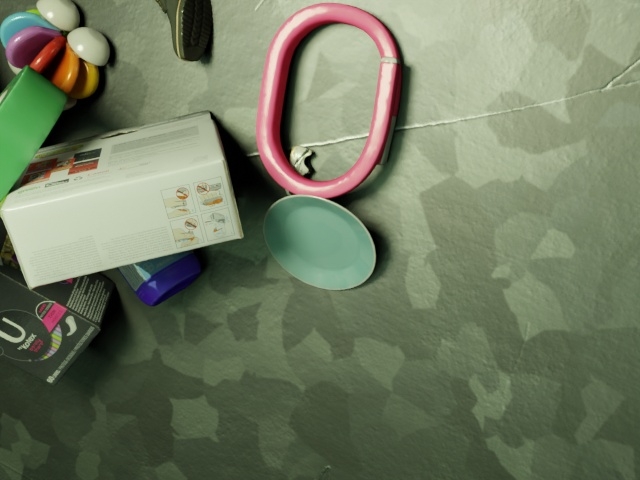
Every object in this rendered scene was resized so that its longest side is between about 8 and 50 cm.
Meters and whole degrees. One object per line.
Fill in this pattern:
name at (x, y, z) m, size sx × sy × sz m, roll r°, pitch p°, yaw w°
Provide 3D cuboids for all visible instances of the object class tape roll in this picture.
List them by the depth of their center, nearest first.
tape roll at (-0.514, -0.120, 1.253) m, size 0.077 × 0.321 × 0.321 m, roll 38°, pitch 117°, yaw -24°

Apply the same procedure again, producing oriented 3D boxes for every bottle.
bottle at (-0.322, -0.029, 1.376) m, size 0.283 × 0.118 × 0.092 m, roll 54°, pitch 145°, yaw 6°

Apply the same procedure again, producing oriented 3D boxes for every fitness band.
fitness band at (0.009, -0.206, 1.222) m, size 0.209 × 0.054 × 0.291 m, roll 12°, pitch 99°, yaw 16°

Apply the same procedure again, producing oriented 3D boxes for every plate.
plate at (0.000, 0.000, 1.268) m, size 0.188 × 0.024 × 0.188 m, roll 14°, pitch 134°, yaw 15°

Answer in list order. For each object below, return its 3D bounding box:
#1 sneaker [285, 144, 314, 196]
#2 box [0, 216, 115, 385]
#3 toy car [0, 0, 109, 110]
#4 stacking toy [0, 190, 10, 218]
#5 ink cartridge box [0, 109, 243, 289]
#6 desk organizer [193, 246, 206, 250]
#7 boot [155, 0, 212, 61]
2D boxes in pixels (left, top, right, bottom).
sneaker at (-0.032, -0.106, 1.286) m, size 0.037 × 0.032 × 0.083 m, roll 16°, pitch 107°, yaw 19°
box at (-0.520, 0.098, 1.410) m, size 0.270 × 0.143 × 0.165 m, roll 33°, pitch 114°, yaw -19°
toy car at (-0.459, -0.312, 1.366) m, size 0.182 × 0.136 × 0.159 m, roll 48°, pitch 114°, yaw 8°
stacking toy at (-0.555, -0.071, 1.466) m, size 0.302 × 0.166 × 0.175 m, roll 1°, pitch 104°, yaw 8°
ink cartridge box at (-0.291, -0.075, 1.241) m, size 0.309 × 0.272 × 0.130 m, roll -13°, pitch 116°, yaw -5°
desk organizer at (-0.220, -0.050, 1.365) m, size 0.047 × 0.050 × 0.130 m, roll -33°, pitch 87°, yaw 25°
boot at (-0.250, -0.381, 1.308) m, size 0.137 × 0.077 × 0.198 m, roll 1°, pitch 88°, yaw 27°
